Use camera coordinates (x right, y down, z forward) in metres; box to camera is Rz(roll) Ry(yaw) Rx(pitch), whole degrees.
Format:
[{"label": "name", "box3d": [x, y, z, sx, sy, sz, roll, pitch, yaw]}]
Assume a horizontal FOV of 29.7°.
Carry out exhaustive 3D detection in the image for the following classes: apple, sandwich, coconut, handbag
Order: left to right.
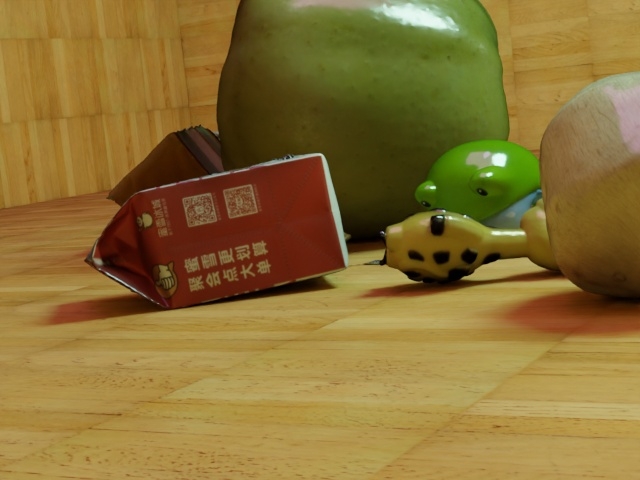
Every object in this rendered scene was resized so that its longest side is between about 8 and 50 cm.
[{"label": "sandwich", "box3d": [-0.213, -0.043, 2.013, 0.198, 0.227, 0.155, -41, -3, 18]}, {"label": "handbag", "box3d": [-0.130, -0.002, 1.421, 0.298, 0.151, 0.171, -14, 4, -9]}, {"label": "apple", "box3d": [0.063, -0.217, 1.827, 0.474, 0.473, 0.473, -6, 6, 1]}, {"label": "coconut", "box3d": [0.301, -0.040, 1.109, 0.224, 0.224, 0.224, -6, 6, 1]}]

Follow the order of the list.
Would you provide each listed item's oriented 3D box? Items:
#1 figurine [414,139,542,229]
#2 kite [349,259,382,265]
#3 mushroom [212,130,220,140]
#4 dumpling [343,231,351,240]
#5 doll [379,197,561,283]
[{"label": "figurine", "box3d": [0.236, -0.055, 1.586, 0.162, 0.143, 0.263, -5, -6, 38]}, {"label": "kite", "box3d": [0.061, 0.028, 1.550, 0.078, 0.002, 0.044, -4, 7, 12]}, {"label": "mushroom", "box3d": [-0.172, -0.109, 2.206, 0.255, 0.184, 0.255, -18, 5, 2]}, {"label": "dumpling", "box3d": [0.001, 0.001, 1.688, 0.077, 0.043, 0.059, -24, -5, -18]}, {"label": "doll", "box3d": [0.209, -0.001, 1.311, 0.291, 0.086, 0.117, -5, -23, 0]}]
